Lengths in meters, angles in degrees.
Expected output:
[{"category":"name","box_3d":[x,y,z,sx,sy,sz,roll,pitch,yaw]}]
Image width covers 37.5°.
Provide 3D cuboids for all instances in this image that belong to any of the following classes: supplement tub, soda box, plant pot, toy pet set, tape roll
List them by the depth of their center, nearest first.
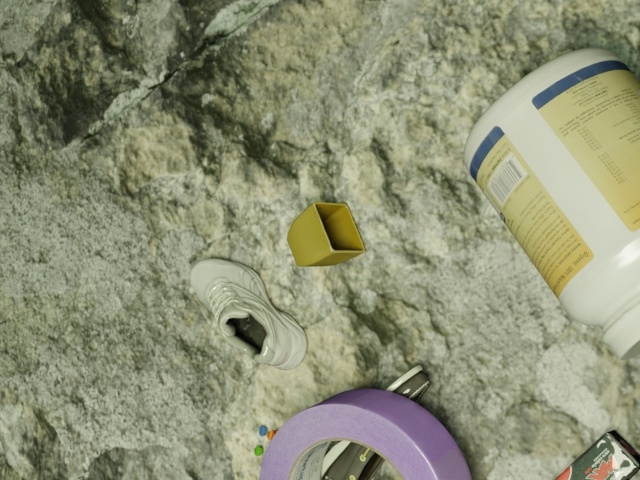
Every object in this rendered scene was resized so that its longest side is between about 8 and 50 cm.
[{"category":"supplement tub","box_3d":[0.340,-0.042,1.108,0.228,0.228,0.316,-39,68,19]},{"category":"soda box","box_3d":[0.322,0.314,1.173,0.169,0.053,0.060,-49,65,14]},{"category":"tape roll","box_3d":[0.057,0.335,1.219,0.274,0.090,0.275,3,96,30]},{"category":"plant pot","box_3d":[0.000,0.000,1.375,0.083,0.081,0.082,-34,69,34]},{"category":"toy pet set","box_3d":[-0.052,0.347,1.382,0.114,0.065,0.122,6,82,64]}]

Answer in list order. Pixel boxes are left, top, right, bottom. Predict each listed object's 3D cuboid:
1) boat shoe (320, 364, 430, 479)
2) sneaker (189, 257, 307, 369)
[{"category":"boat shoe","box_3d":[0.084,0.268,1.296,0.069,0.081,0.228,46,113,22]},{"category":"sneaker","box_3d":[-0.124,0.100,1.405,0.232,0.115,0.090,39,102,27]}]
